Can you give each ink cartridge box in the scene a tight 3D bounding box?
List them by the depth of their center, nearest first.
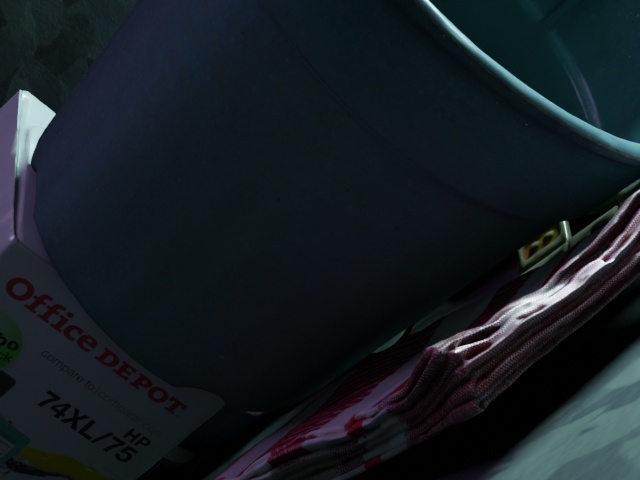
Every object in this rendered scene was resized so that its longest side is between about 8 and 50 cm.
[{"bbox_3d":[-0.226,0.079,1.379,0.270,0.198,0.197,-41,28,20],"label":"ink cartridge box"}]

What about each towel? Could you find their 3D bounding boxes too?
[{"bbox_3d":[0.044,0.074,1.074,0.237,0.037,0.329,-34,0,-42],"label":"towel"}]

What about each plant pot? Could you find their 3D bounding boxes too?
[{"bbox_3d":[0.011,-0.086,1.236,0.334,0.341,0.341,-42,-3,31],"label":"plant pot"}]

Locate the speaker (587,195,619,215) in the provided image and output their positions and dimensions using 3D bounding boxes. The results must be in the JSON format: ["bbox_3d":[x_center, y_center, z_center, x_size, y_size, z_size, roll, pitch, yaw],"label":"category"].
[{"bbox_3d":[0.182,-0.080,1.573,0.131,0.131,0.296,-32,3,-5],"label":"speaker"}]

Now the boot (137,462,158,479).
[{"bbox_3d":[-0.120,0.122,1.571,0.115,0.112,0.305,-21,20,50],"label":"boot"}]

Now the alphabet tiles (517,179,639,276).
[{"bbox_3d":[0.200,-0.075,1.277,0.198,0.009,0.237,-38,26,22],"label":"alphabet tiles"}]

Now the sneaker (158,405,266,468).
[{"bbox_3d":[-0.029,0.063,1.533,0.131,0.112,0.319,-34,9,32],"label":"sneaker"}]

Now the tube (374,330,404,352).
[{"bbox_3d":[0.048,0.050,1.534,0.070,0.062,0.240,13,2,5],"label":"tube"}]
